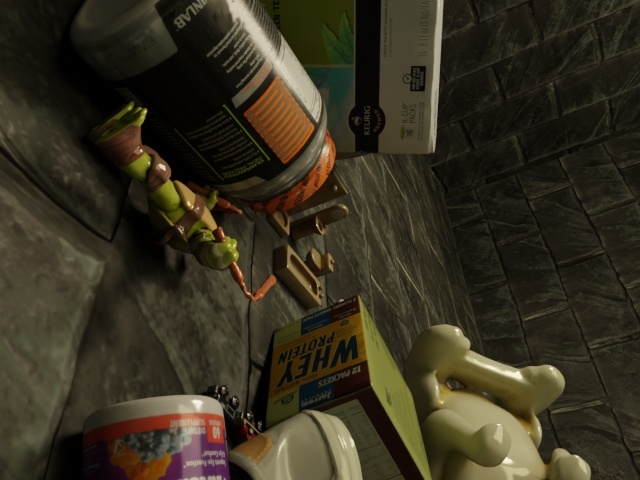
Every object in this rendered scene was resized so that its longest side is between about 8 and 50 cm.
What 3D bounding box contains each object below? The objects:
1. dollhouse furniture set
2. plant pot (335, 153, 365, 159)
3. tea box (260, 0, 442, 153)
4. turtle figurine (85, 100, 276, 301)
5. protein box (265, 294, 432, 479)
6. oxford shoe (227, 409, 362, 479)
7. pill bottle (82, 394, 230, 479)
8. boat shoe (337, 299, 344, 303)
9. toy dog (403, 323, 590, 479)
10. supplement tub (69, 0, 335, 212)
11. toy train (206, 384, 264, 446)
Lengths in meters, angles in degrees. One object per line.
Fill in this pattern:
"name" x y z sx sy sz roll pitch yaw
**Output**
"dollhouse furniture set" 0.000 0.000 0.942 0.144 0.123 0.151 53 25 -41
"plant pot" 0.047 -0.250 1.376 0.109 0.096 0.108 7 64 -68
"tea box" 0.025 -0.317 0.886 0.220 0.324 0.328 -60 150 -66
"turtle figurine" -0.156 -0.041 0.616 0.217 0.087 0.269 55 1 -29
"protein box" 0.038 0.223 0.758 0.201 0.136 0.199 62 11 -23
"oxford shoe" -0.027 0.382 0.492 0.130 0.169 0.448 4 69 -26
"pill bottle" -0.116 0.221 0.415 0.108 0.108 0.193 37 37 -58
"boat shoe" 0.065 0.155 1.103 0.100 0.035 0.035 65 19 -13
"toy dog" 0.221 0.397 0.894 0.285 0.395 0.407 31 31 -13
"supplement tub" -0.118 -0.183 0.691 0.316 0.194 0.193 50 26 -44
"toy train" -0.081 0.218 0.643 0.158 0.027 0.036 57 24 -33
